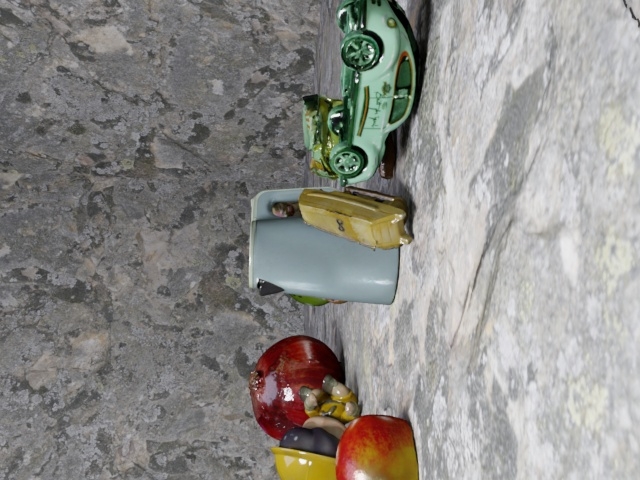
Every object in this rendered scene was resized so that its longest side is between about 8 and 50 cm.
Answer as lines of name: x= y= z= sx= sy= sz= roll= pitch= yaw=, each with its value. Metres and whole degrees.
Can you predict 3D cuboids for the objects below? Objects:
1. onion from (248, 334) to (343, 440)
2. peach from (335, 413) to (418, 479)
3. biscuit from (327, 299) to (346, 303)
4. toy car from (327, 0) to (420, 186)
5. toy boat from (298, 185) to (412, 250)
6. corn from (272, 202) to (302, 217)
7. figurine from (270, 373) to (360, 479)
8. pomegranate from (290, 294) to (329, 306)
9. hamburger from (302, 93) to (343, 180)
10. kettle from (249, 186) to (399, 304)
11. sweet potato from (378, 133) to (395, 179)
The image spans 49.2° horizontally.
onion: x=-0.069 y=0.381 z=1.795 sx=0.276 sy=0.276 sz=0.276 roll=-178 pitch=90 yaw=-85
peach: x=0.079 y=0.314 z=0.986 sx=0.118 sy=0.151 sz=0.151 roll=47 pitch=178 yaw=-4
biscuit: x=0.037 y=0.028 z=1.551 sx=0.180 sy=0.039 sz=0.236 roll=-35 pitch=52 yaw=40
toy car: x=0.078 y=-0.219 z=1.023 sx=0.136 sy=0.125 sz=0.306 roll=-92 pitch=4 yaw=-51
toy boat: x=0.053 y=-0.044 z=1.076 sx=0.226 sy=0.088 sz=0.068 roll=19 pitch=136 yaw=45
corn: x=0.001 y=-0.047 z=1.355 sx=0.280 sy=0.092 sz=0.092 roll=-4 pitch=-83 yaw=-55
figurine: x=0.008 y=0.417 z=1.458 sx=0.167 sy=0.192 sz=0.257 roll=65 pitch=-146 yaw=-28
pomegranate: x=-0.004 y=0.070 z=1.703 sx=0.248 sy=0.202 sz=0.202 roll=22 pitch=114 yaw=52
hamburger: x=0.019 y=-0.269 z=1.794 sx=0.235 sy=0.125 sz=0.214 roll=94 pitch=170 yaw=-70
kettle: x=0.000 y=0.000 z=1.185 sx=0.160 sy=0.243 sz=0.211 roll=103 pitch=169 yaw=-67
sweet potato: x=0.100 y=-0.231 z=1.199 sx=0.057 sy=0.057 sz=0.265 roll=119 pitch=149 yaw=-80
